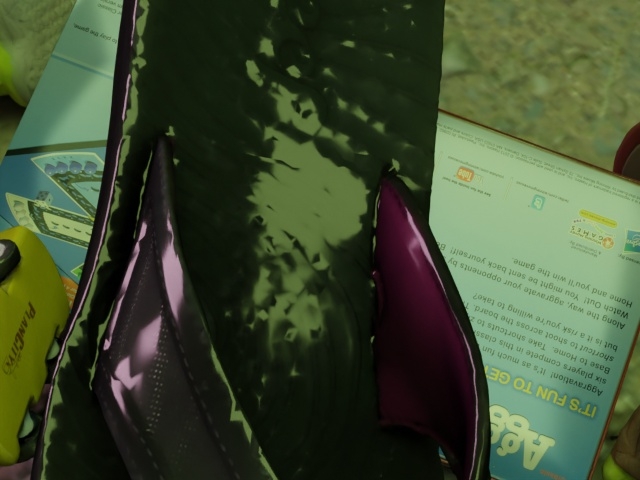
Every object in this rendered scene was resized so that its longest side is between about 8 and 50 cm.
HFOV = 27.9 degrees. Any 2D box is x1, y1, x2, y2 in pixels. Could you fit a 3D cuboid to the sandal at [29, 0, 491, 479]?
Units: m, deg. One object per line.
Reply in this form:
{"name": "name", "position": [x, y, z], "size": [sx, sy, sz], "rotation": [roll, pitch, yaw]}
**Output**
{"name": "sandal", "position": [-0.013, 0.032, 0.456], "size": [0.167, 0.107, 0.446], "rotation": [5, 74, -22]}

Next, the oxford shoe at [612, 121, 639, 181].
{"name": "oxford shoe", "position": [0.287, 0.049, 0.545], "size": [0.130, 0.123, 0.348], "rotation": [-27, 66, -29]}

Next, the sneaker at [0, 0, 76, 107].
{"name": "sneaker", "position": [-0.192, -0.101, 0.585], "size": [0.126, 0.091, 0.240], "rotation": [21, 37, 28]}

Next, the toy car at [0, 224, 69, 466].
{"name": "toy car", "position": [-0.137, 0.112, 0.428], "size": [0.053, 0.239, 0.225], "rotation": [-11, 92, 14]}

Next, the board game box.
{"name": "board game box", "position": [0.000, 0.000, 0.559], "size": [0.281, 0.027, 0.145], "rotation": [21, 77, 5]}

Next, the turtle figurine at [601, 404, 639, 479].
{"name": "turtle figurine", "position": [0.165, 0.114, 0.427], "size": [0.269, 0.087, 0.217], "rotation": [-2, 14, -3]}
